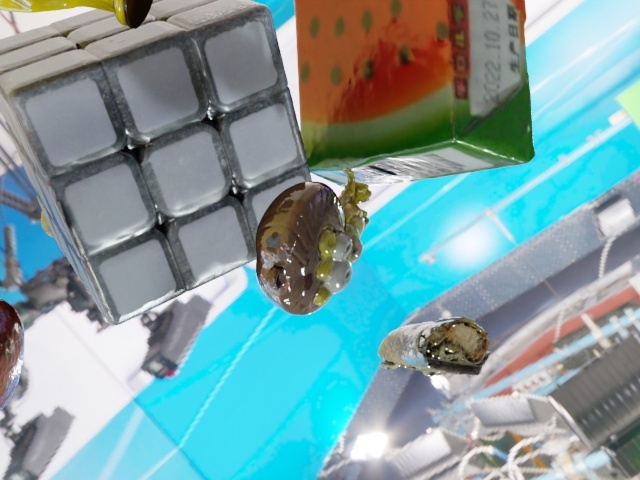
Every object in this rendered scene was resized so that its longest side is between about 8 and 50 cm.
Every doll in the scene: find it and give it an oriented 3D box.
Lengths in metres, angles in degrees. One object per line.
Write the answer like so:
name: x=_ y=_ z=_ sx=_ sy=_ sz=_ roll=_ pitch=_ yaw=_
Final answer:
doll: x=0.001 y=-0.008 z=0.804 sx=0.188 sy=0.096 sz=0.145 roll=-54 pitch=154 yaw=-29

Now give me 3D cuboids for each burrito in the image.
burrito: x=0.216 y=0.199 z=1.433 sx=0.175 sy=0.107 sz=0.348 roll=-2 pitch=168 yaw=-8

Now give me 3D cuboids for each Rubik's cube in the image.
Rubik's cube: x=-0.214 y=-0.128 z=0.988 sx=0.305 sy=0.304 sz=0.301 roll=-27 pitch=-148 yaw=-19

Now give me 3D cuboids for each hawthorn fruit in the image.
hawthorn fruit: x=-0.339 y=0.110 z=0.715 sx=0.133 sy=0.132 sz=0.138 roll=-45 pitch=154 yaw=-54

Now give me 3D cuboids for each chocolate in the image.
chocolate: x=0.117 y=-0.262 z=1.162 sx=0.161 sy=0.341 sz=0.360 roll=-1 pitch=177 yaw=-44

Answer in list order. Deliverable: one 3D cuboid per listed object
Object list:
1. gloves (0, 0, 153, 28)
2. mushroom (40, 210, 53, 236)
gloves: x=-0.308 y=-0.297 z=0.743 sx=0.116 sy=0.294 sz=0.133 roll=115 pitch=-12 yaw=-80
mushroom: x=-0.367 y=-0.017 z=1.314 sx=0.097 sy=0.109 sz=0.351 roll=-11 pitch=178 yaw=4
